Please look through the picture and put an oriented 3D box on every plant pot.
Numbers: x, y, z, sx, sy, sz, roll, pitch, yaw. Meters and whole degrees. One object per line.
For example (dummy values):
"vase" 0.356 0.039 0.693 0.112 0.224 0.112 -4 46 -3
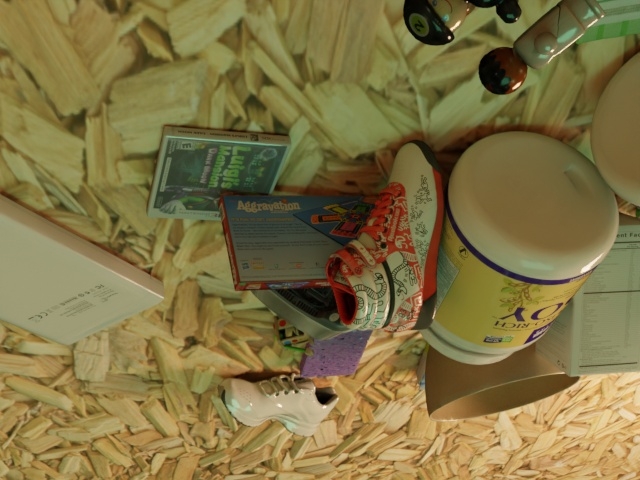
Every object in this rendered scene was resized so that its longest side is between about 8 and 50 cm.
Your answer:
"plant pot" 0.315 0.206 1.646 0.284 0.191 0.284 -12 157 -5

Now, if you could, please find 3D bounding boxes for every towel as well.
"towel" 0.364 -0.300 1.048 0.113 0.023 0.152 -8 150 2

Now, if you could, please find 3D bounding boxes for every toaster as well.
"toaster" -0.026 0.059 1.355 0.227 0.129 0.146 33 159 2

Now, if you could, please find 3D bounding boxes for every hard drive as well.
"hard drive" -0.449 0.057 1.374 0.233 0.047 0.353 -24 145 23

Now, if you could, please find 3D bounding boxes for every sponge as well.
"sponge" 0.028 0.215 1.755 0.117 0.031 0.210 -2 148 -11

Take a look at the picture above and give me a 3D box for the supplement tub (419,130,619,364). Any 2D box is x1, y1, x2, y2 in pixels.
"supplement tub" 0.270 0.024 1.321 0.241 0.241 0.331 -2 147 -11

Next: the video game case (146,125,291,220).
"video game case" -0.148 -0.088 1.245 0.173 0.022 0.190 2 146 -18

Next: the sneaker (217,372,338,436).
"sneaker" -0.088 0.324 1.856 0.297 0.111 0.129 19 122 -43

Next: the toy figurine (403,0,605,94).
"toy figurine" 0.155 -0.261 0.874 0.148 0.213 0.209 -38 144 19

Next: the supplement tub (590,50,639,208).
"supplement tub" 0.541 -0.111 1.182 0.325 0.235 0.235 22 137 -39

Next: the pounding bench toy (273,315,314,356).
"pounding bench toy" -0.050 0.182 1.634 0.065 0.083 0.052 -15 148 8

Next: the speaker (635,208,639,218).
"speaker" 0.605 0.060 1.408 0.131 0.296 0.131 -7 148 -4

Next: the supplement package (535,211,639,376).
"supplement package" 0.444 0.081 1.435 0.139 0.244 0.134 -1 -169 -11

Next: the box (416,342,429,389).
"box" 0.269 0.262 1.878 0.109 0.042 0.178 -3 148 -8

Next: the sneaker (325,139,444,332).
"sneaker" 0.086 -0.006 1.213 0.145 0.270 0.090 0 -177 -26

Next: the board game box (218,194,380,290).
"board game box" 0.000 0.000 1.278 0.281 0.145 0.027 -1 150 -23
